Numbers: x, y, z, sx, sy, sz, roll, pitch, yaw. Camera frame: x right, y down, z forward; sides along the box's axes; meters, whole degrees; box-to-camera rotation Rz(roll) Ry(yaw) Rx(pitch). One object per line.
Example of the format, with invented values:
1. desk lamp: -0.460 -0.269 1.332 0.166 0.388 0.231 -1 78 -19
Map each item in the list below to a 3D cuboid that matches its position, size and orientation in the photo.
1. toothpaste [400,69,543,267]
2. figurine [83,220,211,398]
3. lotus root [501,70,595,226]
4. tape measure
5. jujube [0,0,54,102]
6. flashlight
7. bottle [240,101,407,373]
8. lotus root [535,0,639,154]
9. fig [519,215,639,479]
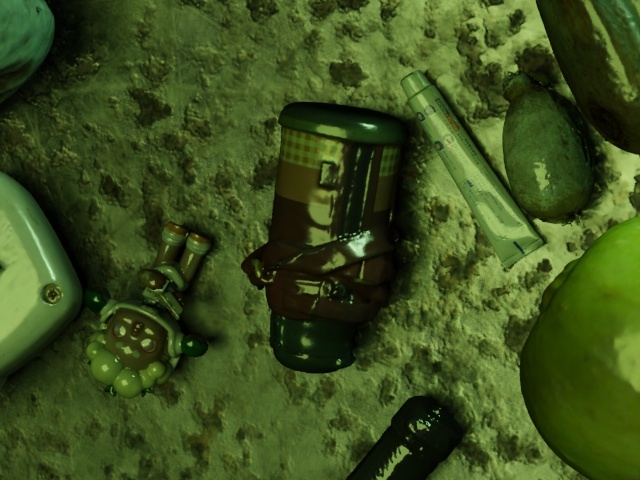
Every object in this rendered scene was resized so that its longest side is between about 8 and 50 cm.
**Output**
1. toothpaste: 0.147 -0.075 1.737 0.052 0.033 0.218 -34 84 25
2. figurine: -0.183 0.078 1.851 0.147 0.093 0.197 25 103 8
3. lotus root: 0.220 -0.092 1.681 0.088 0.088 0.165 -16 79 23
4. tape measure: -0.415 0.042 1.890 0.265 0.130 0.258 -42 81 -1
5. jujube: -0.439 -0.229 1.851 0.308 0.246 0.215 -24 74 11
6. flashlight: 0.053 0.261 1.780 0.093 0.093 0.232 40 102 14
7. bottle: 0.000 0.000 1.743 0.156 0.143 0.271 12 100 21
8. lotus root: 0.282 -0.190 1.622 0.124 0.123 0.241 -24 88 6
9. fig: 0.341 0.135 1.560 0.326 0.258 0.258 40 108 0
